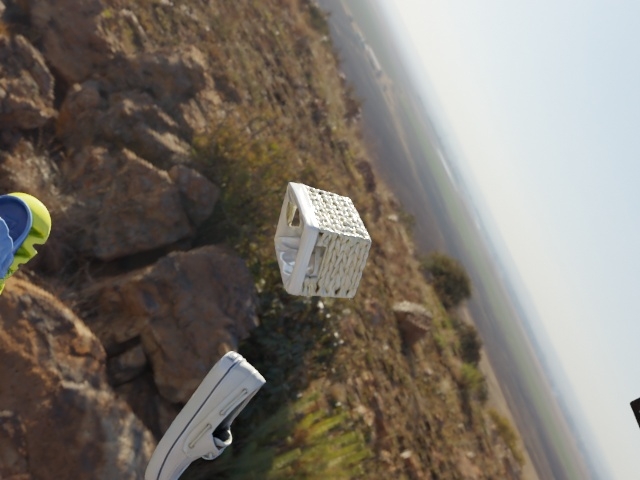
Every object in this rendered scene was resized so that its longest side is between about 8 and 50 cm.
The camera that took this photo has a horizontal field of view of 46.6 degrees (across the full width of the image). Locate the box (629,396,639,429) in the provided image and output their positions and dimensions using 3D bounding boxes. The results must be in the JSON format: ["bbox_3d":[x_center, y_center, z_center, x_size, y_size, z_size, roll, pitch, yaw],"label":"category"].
[{"bbox_3d":[0.481,0.244,0.792,0.247,0.142,0.163,21,44,-29],"label":"box"}]

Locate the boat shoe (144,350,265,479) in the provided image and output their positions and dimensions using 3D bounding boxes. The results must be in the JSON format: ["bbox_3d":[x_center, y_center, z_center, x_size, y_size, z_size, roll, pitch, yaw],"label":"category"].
[{"bbox_3d":[-0.184,0.308,1.200,0.088,0.267,0.096,36,4,14],"label":"boat shoe"}]

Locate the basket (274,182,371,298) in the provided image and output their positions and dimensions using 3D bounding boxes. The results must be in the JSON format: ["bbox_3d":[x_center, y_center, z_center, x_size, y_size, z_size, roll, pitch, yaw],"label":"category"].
[{"bbox_3d":[0.000,0.000,1.091,0.167,0.103,0.113,-112,-146,-61],"label":"basket"}]

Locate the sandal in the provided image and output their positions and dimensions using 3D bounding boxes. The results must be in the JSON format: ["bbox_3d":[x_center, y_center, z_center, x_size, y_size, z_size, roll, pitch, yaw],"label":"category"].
[{"bbox_3d":[-0.504,0.064,1.033,0.138,0.126,0.317,75,34,-77],"label":"sandal"}]
